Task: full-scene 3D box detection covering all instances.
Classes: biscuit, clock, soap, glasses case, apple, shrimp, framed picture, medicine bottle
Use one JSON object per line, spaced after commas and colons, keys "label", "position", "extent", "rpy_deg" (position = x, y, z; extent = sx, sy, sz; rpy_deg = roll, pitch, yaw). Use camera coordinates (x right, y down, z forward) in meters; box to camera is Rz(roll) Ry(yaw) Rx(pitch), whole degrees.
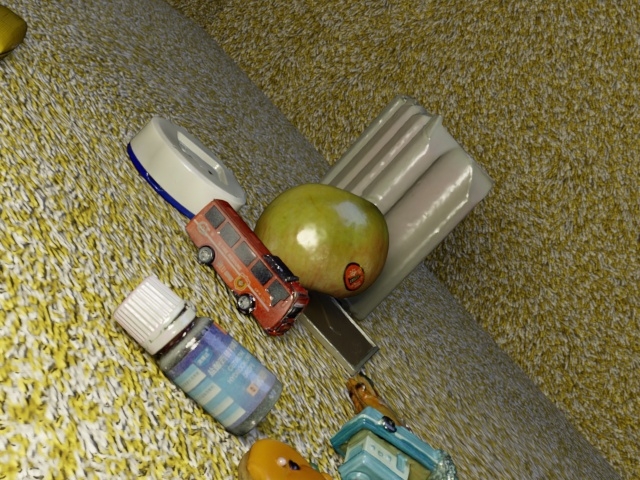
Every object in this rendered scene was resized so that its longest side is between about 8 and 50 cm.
{"label": "biscuit", "position": [-0.013, 0.284, 0.957], "extent": [0.170, 0.050, 0.170], "rpy_deg": [44, 11, -10]}
{"label": "clock", "position": [-0.240, -0.124, 1.586], "extent": [0.230, 0.083, 0.230], "rpy_deg": [42, 13, -12]}
{"label": "soap", "position": [0.143, -0.083, 1.939], "extent": [0.213, 0.435, 0.350], "rpy_deg": [40, 9, -21]}
{"label": "glasses case", "position": [-0.513, -0.330, 1.374], "extent": [0.079, 0.064, 0.234], "rpy_deg": [39, 12, -21]}
{"label": "apple", "position": [0.000, 0.000, 1.586], "extent": [0.261, 0.194, 0.261], "rpy_deg": [15, -3, 1]}
{"label": "shrimp", "position": [0.120, 0.308, 1.357], "extent": [0.248, 0.068, 0.150], "rpy_deg": [55, 1, 23]}
{"label": "framed picture", "position": [0.027, 0.161, 1.657], "extent": [0.189, 0.023, 0.260], "rpy_deg": [46, 10, 7]}
{"label": "medicine bottle", "position": [-0.141, 0.129, 0.987], "extent": [0.203, 0.083, 0.083], "rpy_deg": [42, 11, -6]}

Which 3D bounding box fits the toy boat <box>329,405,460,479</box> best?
{"label": "toy boat", "position": [0.120, 0.331, 1.174], "extent": [0.238, 0.109, 0.098], "rpy_deg": [39, 31, -12]}

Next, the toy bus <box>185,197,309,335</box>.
{"label": "toy bus", "position": [-0.117, 0.042, 1.374], "extent": [0.235, 0.096, 0.073], "rpy_deg": [47, 13, 18]}
